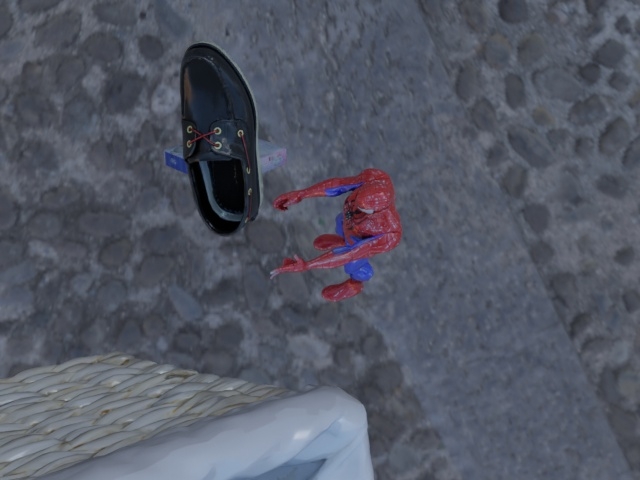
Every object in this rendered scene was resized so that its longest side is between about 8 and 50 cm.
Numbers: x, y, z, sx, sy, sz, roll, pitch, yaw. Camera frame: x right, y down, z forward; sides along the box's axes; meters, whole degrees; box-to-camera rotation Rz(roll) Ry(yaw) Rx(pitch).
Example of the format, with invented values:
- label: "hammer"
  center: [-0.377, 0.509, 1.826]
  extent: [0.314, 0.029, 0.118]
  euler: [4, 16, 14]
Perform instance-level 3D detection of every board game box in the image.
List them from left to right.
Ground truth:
- label: "board game box"
  center: [-0.098, -0.086, 1.083]
  extent: [0.090, 0.090, 0.020]
  euler: [-26, 126, -38]

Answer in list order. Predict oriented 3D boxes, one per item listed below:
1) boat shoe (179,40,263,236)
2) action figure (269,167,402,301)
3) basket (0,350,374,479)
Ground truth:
- label: "boat shoe"
  center: [-0.068, -0.066, 0.701]
  extent: [0.049, 0.042, 0.133]
  euler: [1, 120, 19]
- label: "action figure"
  center: [0.000, 0.000, 1.034]
  extent: [0.139, 0.280, 0.091]
  euler: [-8, 76, -12]
- label: "basket"
  center: [-0.158, 0.256, 0.556]
  extent: [0.331, 0.266, 0.328]
  euler: [-15, 102, -38]
